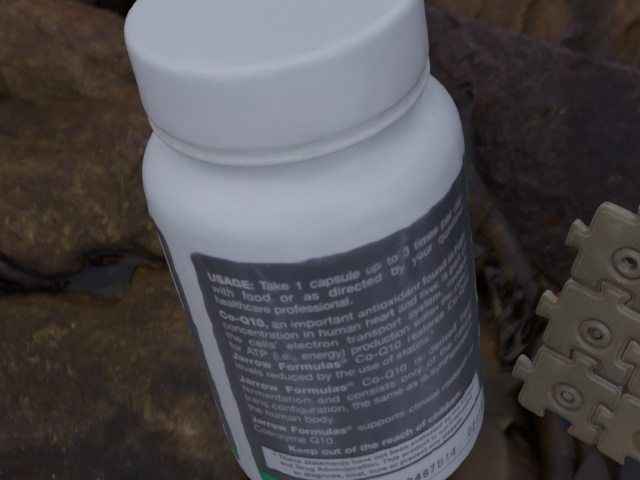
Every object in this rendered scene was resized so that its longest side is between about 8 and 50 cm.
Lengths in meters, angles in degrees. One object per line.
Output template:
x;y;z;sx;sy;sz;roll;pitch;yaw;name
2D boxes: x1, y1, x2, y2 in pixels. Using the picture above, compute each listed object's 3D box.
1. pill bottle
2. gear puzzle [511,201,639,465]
0.000;0.000;0.663;0.204;0.361;0.204;-7;39;6;pill bottle
0.272;0.048;0.779;0.175;0.339;0.044;29;43;21;gear puzzle
